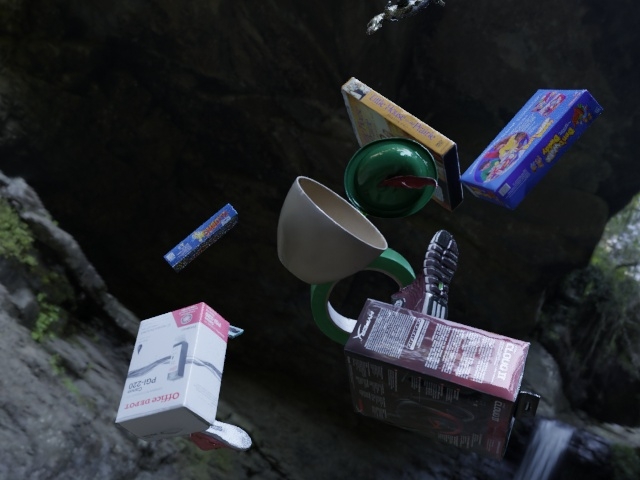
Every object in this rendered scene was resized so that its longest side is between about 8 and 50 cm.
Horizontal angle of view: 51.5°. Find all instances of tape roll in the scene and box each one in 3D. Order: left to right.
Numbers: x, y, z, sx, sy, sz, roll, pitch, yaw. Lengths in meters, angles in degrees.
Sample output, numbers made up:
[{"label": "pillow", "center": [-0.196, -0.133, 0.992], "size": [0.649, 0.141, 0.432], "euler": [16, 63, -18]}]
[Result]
[{"label": "tape roll", "center": [0.131, 0.166, 1.968], "size": [0.321, 0.321, 0.077], "euler": [35, 19, -19]}]

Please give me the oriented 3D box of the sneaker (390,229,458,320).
[{"label": "sneaker", "center": [0.254, 0.105, 1.721], "size": [0.106, 0.281, 0.163], "euler": [37, -35, -30]}]

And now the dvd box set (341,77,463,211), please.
[{"label": "dvd box set", "center": [0.252, -0.292, 2.035], "size": [0.420, 0.062, 0.307], "euler": [41, -12, 30]}]

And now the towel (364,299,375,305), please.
[{"label": "towel", "center": [0.160, 0.223, 1.618], "size": [0.197, 0.029, 0.144], "euler": [-171, -122, -85]}]

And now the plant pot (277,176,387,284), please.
[{"label": "plant pot", "center": [0.000, 0.000, 1.678], "size": [0.284, 0.191, 0.284], "euler": [35, 16, -11]}]

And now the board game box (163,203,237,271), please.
[{"label": "board game box", "center": [-0.292, -0.004, 1.644], "size": [0.035, 0.201, 0.136], "euler": [49, -10, 2]}]

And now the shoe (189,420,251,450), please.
[{"label": "shoe", "center": [-0.287, 0.567, 1.897], "size": [0.178, 0.063, 0.081], "euler": [22, -55, 1]}]

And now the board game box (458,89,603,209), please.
[{"label": "board game box", "center": [0.561, -0.255, 1.805], "size": [0.078, 0.347, 0.233], "euler": [41, 2, -18]}]

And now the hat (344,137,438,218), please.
[{"label": "hat", "center": [0.126, -0.146, 1.205], "size": [0.209, 0.172, 0.183], "euler": [6, -16, 17]}]

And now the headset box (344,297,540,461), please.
[{"label": "headset box", "center": [0.199, 0.231, 1.072], "size": [0.293, 0.110, 0.218], "euler": [14, -37, 20]}]

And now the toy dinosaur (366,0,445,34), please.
[{"label": "toy dinosaur", "center": [0.235, -0.606, 1.712], "size": [0.064, 0.268, 0.118], "euler": [66, -20, -1]}]

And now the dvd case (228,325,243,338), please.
[{"label": "dvd case", "center": [-0.313, 0.278, 2.091], "size": [0.120, 0.013, 0.087], "euler": [15, 8, 15]}]

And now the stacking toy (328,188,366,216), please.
[{"label": "stacking toy", "center": [0.014, -0.089, 1.940], "size": [0.167, 0.052, 0.221], "euler": [20, -29, -31]}]

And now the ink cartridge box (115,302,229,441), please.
[{"label": "ink cartridge box", "center": [-0.266, 0.240, 1.214], "size": [0.159, 0.217, 0.092], "euler": [-18, -44, 23]}]
